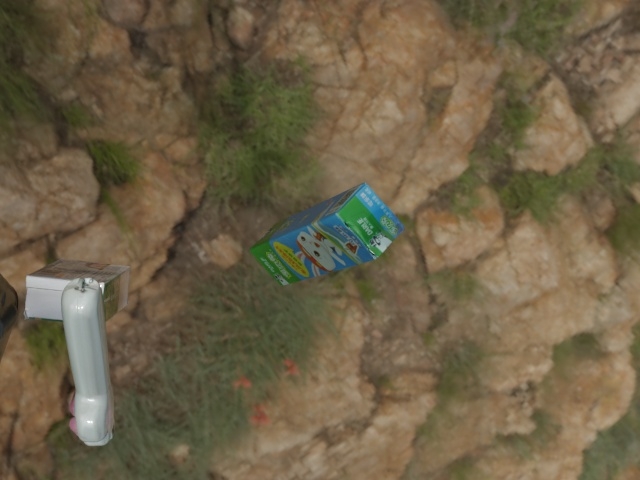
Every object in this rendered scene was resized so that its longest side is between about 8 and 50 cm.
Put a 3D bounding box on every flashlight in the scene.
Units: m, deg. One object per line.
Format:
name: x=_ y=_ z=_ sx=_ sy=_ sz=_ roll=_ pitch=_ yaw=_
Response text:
flashlight: x=-0.258 y=0.134 z=1.093 sx=0.048 sy=0.093 sz=0.200 roll=-2 pitch=115 yaw=-3

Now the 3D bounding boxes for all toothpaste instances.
toothpaste: x=0.000 y=0.000 z=1.082 sx=0.050 sy=0.065 sz=0.267 roll=-47 pitch=-169 yaw=-22

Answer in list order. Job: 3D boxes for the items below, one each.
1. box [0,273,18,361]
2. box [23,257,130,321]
box: x=-0.466 y=0.156 z=1.205 sx=0.289 sy=0.073 sz=0.290 roll=90 pitch=14 yaw=-68
box: x=-0.421 y=0.088 z=1.734 sx=0.135 sy=0.199 sz=0.081 roll=6 pitch=99 yaw=2
